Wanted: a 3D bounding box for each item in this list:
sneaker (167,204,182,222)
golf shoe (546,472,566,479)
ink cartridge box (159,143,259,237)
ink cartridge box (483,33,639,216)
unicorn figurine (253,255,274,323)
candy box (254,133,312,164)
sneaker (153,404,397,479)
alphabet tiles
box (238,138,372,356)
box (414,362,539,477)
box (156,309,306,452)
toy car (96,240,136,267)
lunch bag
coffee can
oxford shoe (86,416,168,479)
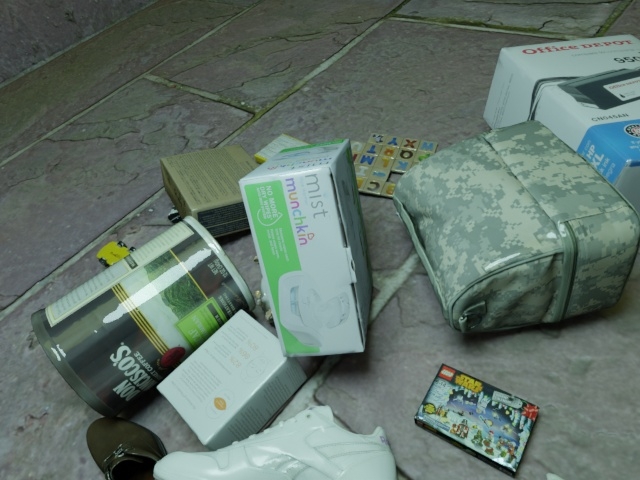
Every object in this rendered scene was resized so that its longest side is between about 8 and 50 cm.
[{"bbox_3d":[-0.299,-0.075,1.043,0.109,0.040,0.044,-11,44,6],"label":"sneaker"},{"bbox_3d":[0.198,0.359,0.465,0.273,0.105,0.120,-23,33,-15],"label":"golf shoe"},{"bbox_3d":[-0.220,-0.112,0.985,0.193,0.088,0.235,-15,41,-26],"label":"ink cartridge box"},{"bbox_3d":[0.514,-0.203,0.803,0.285,0.166,0.395,-8,45,-6],"label":"ink cartridge box"},{"bbox_3d":[-0.086,0.072,0.812,0.060,0.111,0.162,10,66,12],"label":"unicorn figurine"},{"bbox_3d":[-0.057,-0.196,1.091,0.206,0.027,0.105,29,58,35],"label":"candy box"},{"bbox_3d":[-0.052,0.290,0.581,0.305,0.114,0.152,5,44,0],"label":"sneaker"},{"bbox_3d":[0.124,-0.176,1.012,0.237,0.009,0.198,13,53,17],"label":"alphabet tiles"},{"bbox_3d":[0.000,0.000,0.680,0.126,0.262,0.231,-7,20,13],"label":"box"},{"bbox_3d":[0.209,0.237,0.610,0.137,0.027,0.094,19,55,31],"label":"box"},{"bbox_3d":[-0.130,0.216,0.686,0.130,0.091,0.170,31,62,35],"label":"box"},{"bbox_3d":[-0.335,0.062,0.918,0.225,0.053,0.239,-24,47,-6],"label":"toy car"},{"bbox_3d":[0.268,-0.019,0.701,0.256,0.212,0.305,-14,45,2],"label":"lunch bag"},{"bbox_3d":[-0.276,0.115,0.741,0.275,0.201,0.201,-37,49,-20],"label":"coffee can"},{"bbox_3d":[-0.268,0.310,0.640,0.227,0.096,0.083,19,58,32],"label":"oxford shoe"}]
